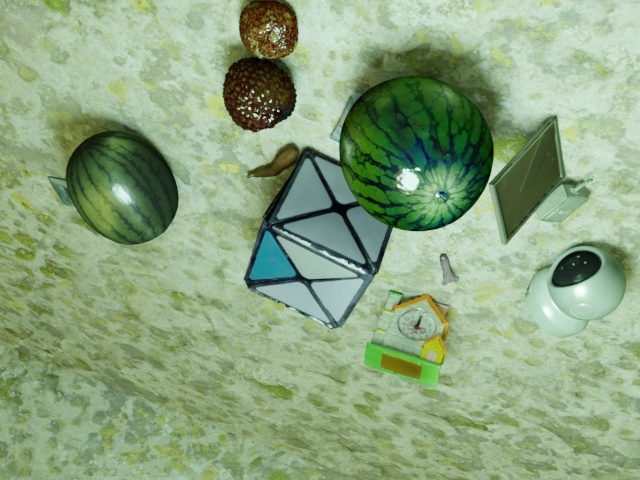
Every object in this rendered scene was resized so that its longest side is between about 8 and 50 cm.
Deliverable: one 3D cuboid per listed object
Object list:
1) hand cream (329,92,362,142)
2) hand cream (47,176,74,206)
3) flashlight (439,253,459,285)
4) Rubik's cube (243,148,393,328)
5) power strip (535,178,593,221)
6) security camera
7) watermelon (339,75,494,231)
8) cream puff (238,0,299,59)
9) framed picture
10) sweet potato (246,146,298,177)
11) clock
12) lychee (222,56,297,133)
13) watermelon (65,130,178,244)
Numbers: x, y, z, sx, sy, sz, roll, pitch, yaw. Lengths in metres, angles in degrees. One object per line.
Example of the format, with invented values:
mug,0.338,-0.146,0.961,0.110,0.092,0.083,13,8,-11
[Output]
hand cream,0.071,-0.290,1.791,0.065,0.043,0.171,27,146,2
hand cream,-0.713,-0.138,2.328,0.340,0.078,0.124,11,141,26
flashlight,0.357,0.081,2.087,0.052,0.031,0.110,-17,127,8
Rubik's cube,0.000,0.000,1.941,0.310,0.307,0.305,26,143,-2
power strip,0.584,-0.099,1.742,0.075,0.042,0.175,2,149,-25
security camera,0.660,0.123,1.865,0.194,0.195,0.236,32,141,-12
watermelon,0.207,-0.185,1.597,0.362,0.363,0.363,13,140,11
cream puff,-0.117,-0.464,1.649,0.148,0.084,0.149,15,142,12
framed picture,0.462,-0.132,1.636,0.016,0.250,0.184,24,150,42
sweet potato,-0.123,-0.201,1.981,0.050,0.050,0.214,40,143,-21
clock,0.271,0.271,2.164,0.219,0.255,0.106,16,139,13
lychee,-0.147,-0.344,1.733,0.187,0.188,0.188,13,140,11
watermelon,-0.546,-0.138,2.071,0.278,0.279,0.360,-5,131,30
